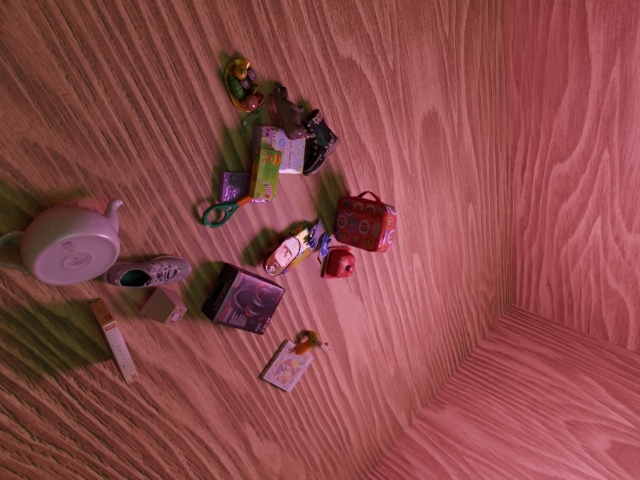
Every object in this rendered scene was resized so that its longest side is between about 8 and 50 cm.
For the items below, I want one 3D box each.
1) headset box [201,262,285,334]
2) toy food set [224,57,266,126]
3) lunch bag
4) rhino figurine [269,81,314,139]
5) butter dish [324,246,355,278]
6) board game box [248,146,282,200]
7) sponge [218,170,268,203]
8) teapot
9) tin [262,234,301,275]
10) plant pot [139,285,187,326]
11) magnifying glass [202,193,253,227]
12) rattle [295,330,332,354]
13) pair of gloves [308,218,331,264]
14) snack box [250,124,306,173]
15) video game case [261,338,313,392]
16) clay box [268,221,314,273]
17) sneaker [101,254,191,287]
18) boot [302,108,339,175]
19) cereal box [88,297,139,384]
[{"bbox_3d":[-0.314,0.233,1.625,0.293,0.110,0.218,31,85,-44],"label":"headset box"},{"bbox_3d":[-0.247,-0.520,1.422,0.128,0.071,0.218,-38,128,-25],"label":"toy food set"},{"bbox_3d":[0.202,-0.093,1.835,0.120,0.293,0.258,2,101,-43],"label":"lunch bag"},{"bbox_3d":[-0.118,-0.479,1.505,0.106,0.073,0.243,-21,88,-42],"label":"rhino figurine"},{"bbox_3d":[0.113,0.121,1.957,0.160,0.118,0.160,0,105,-41],"label":"butter dish"},{"bbox_3d":[-0.201,-0.243,1.493,0.092,0.043,0.182,0,107,-38],"label":"board game box"},{"bbox_3d":[-0.282,-0.202,1.541,0.210,0.031,0.117,-6,111,-41],"label":"sponge"},{"bbox_3d":[-0.710,-0.008,1.138,0.252,0.187,0.256,-45,155,17],"label":"teapot"},{"bbox_3d":[-0.159,0.062,1.677,0.190,0.040,0.106,-48,126,-15],"label":"tin"},{"bbox_3d":[-0.533,0.238,1.415,0.109,0.096,0.109,-57,160,-10],"label":"plant pot"},{"bbox_3d":[-0.328,-0.122,1.504,0.230,0.026,0.092,-30,140,-16],"label":"magnifying glass"},{"bbox_3d":[-0.028,0.538,2.011,0.143,0.130,0.200,-56,161,-17],"label":"rattle"},{"bbox_3d":[0.000,0.000,1.835,0.198,0.023,0.159,64,36,-41],"label":"pair of gloves"},{"bbox_3d":[-0.159,-0.348,1.567,0.207,0.070,0.175,-9,112,-41],"label":"snack box"},{"bbox_3d":[-0.155,0.610,1.971,0.206,0.026,0.227,-54,133,-12],"label":"video game case"},{"bbox_3d":[-0.110,0.029,1.768,0.222,0.053,0.128,-39,128,-23],"label":"clay box"},{"bbox_3d":[-0.562,0.121,1.356,0.281,0.115,0.105,-7,111,-40],"label":"sneaker"},{"bbox_3d":[-0.034,-0.397,1.653,0.236,0.085,0.179,-54,131,-21],"label":"boot"},{"bbox_3d":[-0.662,0.323,1.307,0.047,0.173,0.240,-24,122,-33],"label":"cereal box"}]
